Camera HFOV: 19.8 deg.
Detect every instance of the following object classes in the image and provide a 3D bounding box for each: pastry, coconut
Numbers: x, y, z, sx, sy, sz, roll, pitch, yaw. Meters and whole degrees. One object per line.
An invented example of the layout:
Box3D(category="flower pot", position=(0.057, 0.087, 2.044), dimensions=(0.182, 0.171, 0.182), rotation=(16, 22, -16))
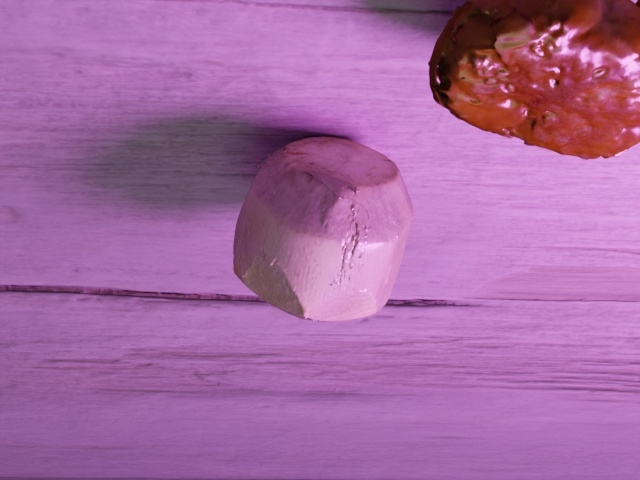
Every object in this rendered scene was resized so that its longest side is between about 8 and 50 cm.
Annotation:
Box3D(category="pastry", position=(0.279, -0.223, 2.211), dimensions=(0.311, 0.162, 0.255), rotation=(18, 143, -27))
Box3D(category="coconut", position=(0.000, 0.000, 2.486), dimensions=(0.245, 0.245, 0.247), rotation=(7, 117, -14))
